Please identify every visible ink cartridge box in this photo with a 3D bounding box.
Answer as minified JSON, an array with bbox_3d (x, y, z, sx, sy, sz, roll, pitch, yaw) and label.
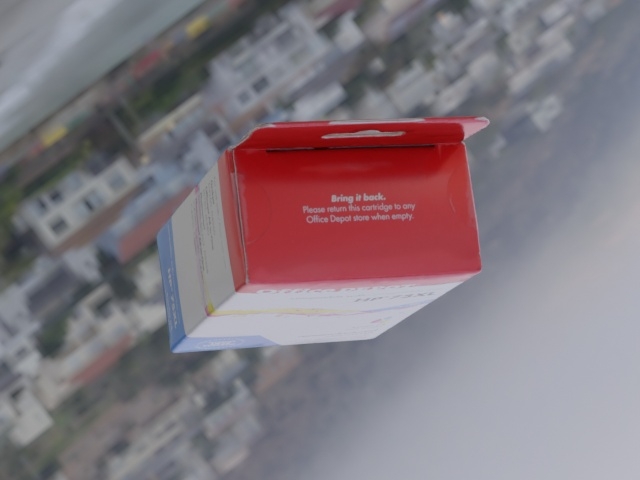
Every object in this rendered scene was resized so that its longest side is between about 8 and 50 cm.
[{"bbox_3d":[0.000,0.000,1.075,0.134,0.078,0.231,-3,167,-17],"label":"ink cartridge box"}]
